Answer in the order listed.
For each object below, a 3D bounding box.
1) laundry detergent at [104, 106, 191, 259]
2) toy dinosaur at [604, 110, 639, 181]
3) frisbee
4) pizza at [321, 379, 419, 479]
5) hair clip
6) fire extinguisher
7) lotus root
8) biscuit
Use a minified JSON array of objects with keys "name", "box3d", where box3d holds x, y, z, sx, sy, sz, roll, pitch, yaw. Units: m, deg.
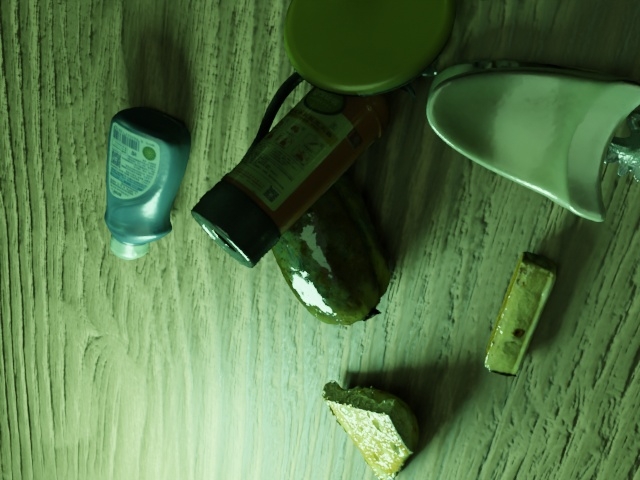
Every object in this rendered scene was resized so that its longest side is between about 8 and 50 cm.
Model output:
[{"name":"laundry detergent","box3d":[-0.320,-0.087,1.321,0.143,0.094,0.290,26,122,13]},{"name":"toy dinosaur","box3d":[0.397,-0.118,0.923,0.209,0.039,0.082,24,126,26]},{"name":"frisbee","box3d":[0.061,-0.298,0.979,0.235,0.017,0.236,-5,71,16]},{"name":"pizza","box3d":[0.112,0.321,1.235,0.188,0.080,0.204,-8,115,55]},{"name":"hair clip","box3d":[0.256,-0.152,0.952,0.282,0.113,0.173,19,110,20]},{"name":"fire extinguisher","box3d":[-0.030,-0.150,1.017,0.200,0.376,0.113,40,166,20]},{"name":"lotus root","box3d":[0.000,0.000,1.127,0.160,0.152,0.275,-18,96,44]},{"name":"biscuit","box3d":[0.288,0.109,1.063,0.056,0.052,0.188,17,117,10]}]
